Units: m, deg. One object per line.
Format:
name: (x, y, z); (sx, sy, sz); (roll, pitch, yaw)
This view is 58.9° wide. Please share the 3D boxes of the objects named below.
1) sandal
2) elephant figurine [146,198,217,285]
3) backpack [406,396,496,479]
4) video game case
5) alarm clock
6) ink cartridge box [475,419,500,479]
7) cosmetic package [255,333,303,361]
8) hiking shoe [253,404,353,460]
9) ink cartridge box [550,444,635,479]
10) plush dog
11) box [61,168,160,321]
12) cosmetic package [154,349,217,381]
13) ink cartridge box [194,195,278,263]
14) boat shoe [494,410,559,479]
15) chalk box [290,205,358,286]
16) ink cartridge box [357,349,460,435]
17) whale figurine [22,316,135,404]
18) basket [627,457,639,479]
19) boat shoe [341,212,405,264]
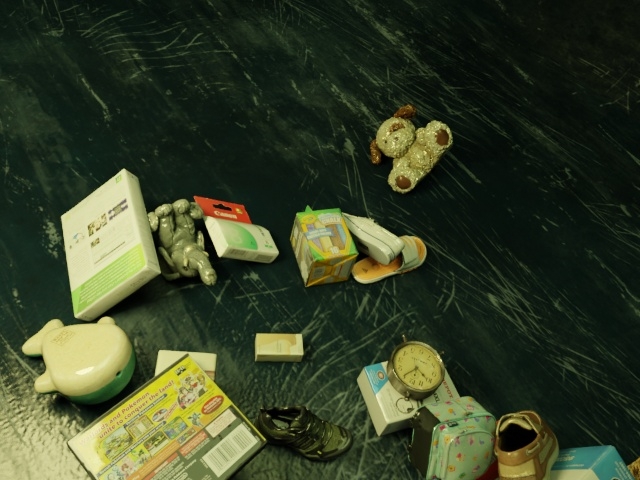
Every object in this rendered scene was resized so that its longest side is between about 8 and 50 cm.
sandal: (0.210, 0.046, 1.628); (0.265, 0.076, 0.102); (-24, 61, -29)
elephant figurine: (-0.355, 0.030, 1.464); (0.169, 0.186, 0.240); (-25, 85, 9)
backpack: (0.306, 0.443, 1.265); (0.188, 0.166, 0.144); (-9, 19, -31)
video game case: (-0.282, 0.383, 1.066); (0.248, 0.035, 0.274); (42, 55, 19)
alarm clock: (0.211, 0.315, 1.304); (0.129, 0.064, 0.192); (23, 47, 6)
ink cartridge box: (0.442, 0.545, 1.295); (0.189, 0.066, 0.232); (-24, 65, -29)
cosmetic package: (-0.103, 0.264, 1.397); (0.114, 0.041, 0.060); (2, 52, -13)
hiking shoe: (-0.033, 0.417, 1.242); (0.226, 0.114, 0.086); (12, 50, -4)
ink cartridge box: (0.489, 0.639, 1.109); (0.394, 0.166, 0.286); (-25, 81, -30)
plush dog: (0.289, -0.315, 1.876); (0.225, 0.262, 0.210); (42, 20, 8)
box: (-0.527, 0.007, 1.407); (0.232, 0.058, 0.322); (-33, 55, 13)
cosmetic package: (-0.292, 0.396, 1.173); (0.129, 0.153, 0.296); (5, 52, -11)
ink cartridge box: (-0.231, -0.043, 1.560); (0.180, 0.056, 0.225); (10, 44, -46)
boat shoe: (0.444, 0.434, 1.233); (0.324, 0.123, 0.117); (-20, 93, -69)
chalk box: (0.000, 0.000, 1.578); (0.131, 0.132, 0.213); (-7, 55, -18)
ink cartridge box: (0.212, 0.362, 1.365); (0.202, 0.086, 0.148); (-10, 54, -20)
whale figurine: (-0.530, 0.265, 1.255); (0.271, 0.141, 0.216); (12, 44, 28)
basket: (0.818, 0.604, 1.229); (0.213, 0.223, 0.299); (3, 52, -11)
boat shoe: (0.132, -0.020, 1.622); (0.084, 0.095, 0.258); (-37, 52, -20)
